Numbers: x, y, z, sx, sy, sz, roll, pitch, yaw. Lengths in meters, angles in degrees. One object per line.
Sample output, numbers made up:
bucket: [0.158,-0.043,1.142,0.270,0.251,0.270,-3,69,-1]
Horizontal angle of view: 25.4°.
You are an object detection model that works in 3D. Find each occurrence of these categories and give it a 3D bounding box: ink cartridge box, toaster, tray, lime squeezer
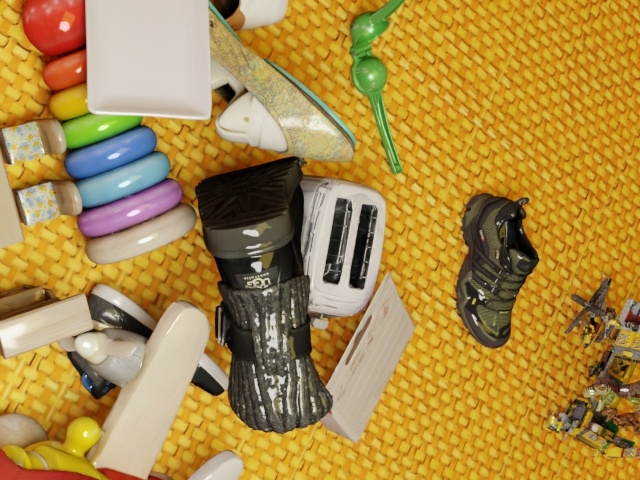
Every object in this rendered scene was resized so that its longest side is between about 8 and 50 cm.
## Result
ink cartridge box: [0.048,0.149,1.870,0.189,0.066,0.232,-62,155,-14]
toaster: [0.000,0.000,1.849,0.129,0.146,0.227,14,85,-34]
tray: [-0.204,-0.267,1.655,0.145,0.030,0.270,2,74,-18]
lime squeezer: [0.088,-0.241,1.926,0.059,0.110,0.310,-40,145,-42]

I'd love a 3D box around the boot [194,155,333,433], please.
boot: [-0.067,0.057,1.703,0.131,0.348,0.260,-11,108,6]

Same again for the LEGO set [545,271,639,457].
LEGO set: [0.436,0.196,2.057,0.192,0.331,0.255,30,90,-23]

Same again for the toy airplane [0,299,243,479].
toy airplane: [-0.274,0.287,1.649,0.386,0.272,0.384,-43,152,-34]

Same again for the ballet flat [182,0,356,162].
ballet flat: [-0.113,-0.191,1.725,0.348,0.123,0.123,44,66,5]

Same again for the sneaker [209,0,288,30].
sneaker: [-0.099,-0.387,1.737,0.123,0.106,0.290,-21,128,-33]

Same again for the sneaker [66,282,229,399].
sneaker: [-0.224,0.160,1.760,0.217,0.079,0.121,38,76,-20]

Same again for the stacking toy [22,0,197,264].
stacking toy: [-0.266,-0.145,1.683,0.141,0.141,0.330,-27,102,-29]

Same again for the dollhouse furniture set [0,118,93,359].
dollhouse furniture set: [-0.364,-0.005,1.601,0.212,0.161,0.242,-20,103,-31]

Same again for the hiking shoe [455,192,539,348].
hiking shoe: [0.258,0.047,2.040,0.086,0.114,0.227,-6,96,-32]
